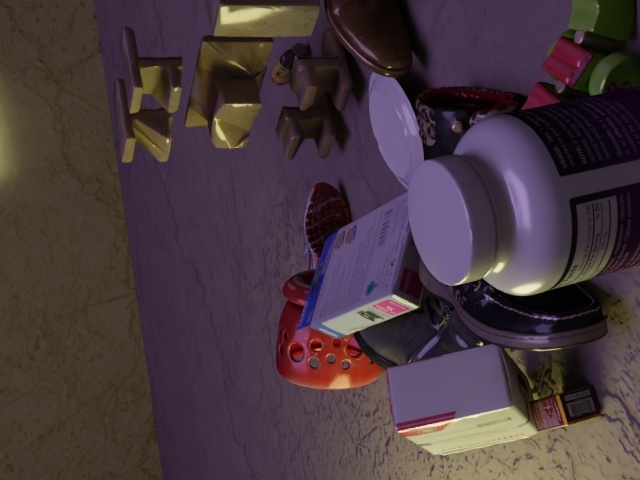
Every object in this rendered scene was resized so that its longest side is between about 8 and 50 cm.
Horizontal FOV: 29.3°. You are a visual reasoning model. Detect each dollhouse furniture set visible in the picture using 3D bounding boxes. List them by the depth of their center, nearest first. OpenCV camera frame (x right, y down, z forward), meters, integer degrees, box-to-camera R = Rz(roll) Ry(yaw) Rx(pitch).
[{"bbox_3d":[-0.143,-0.341,1.998,0.394,0.362,0.256,112,150,-54],"label":"dollhouse furniture set"}]

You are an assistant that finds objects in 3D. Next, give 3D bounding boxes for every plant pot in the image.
[{"bbox_3d":[0.017,0.146,2.126,0.191,0.191,0.174,-152,59,-62],"label":"plant pot"}]

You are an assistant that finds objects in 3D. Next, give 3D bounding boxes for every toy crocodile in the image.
[{"bbox_3d":[0.270,-0.132,1.384,0.115,0.105,0.341,47,124,52],"label":"toy crocodile"}]

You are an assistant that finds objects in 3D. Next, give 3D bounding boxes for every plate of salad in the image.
[{"bbox_3d":[0.125,-0.169,1.862,0.200,0.048,0.200,160,90,-77],"label":"plate of salad"}]

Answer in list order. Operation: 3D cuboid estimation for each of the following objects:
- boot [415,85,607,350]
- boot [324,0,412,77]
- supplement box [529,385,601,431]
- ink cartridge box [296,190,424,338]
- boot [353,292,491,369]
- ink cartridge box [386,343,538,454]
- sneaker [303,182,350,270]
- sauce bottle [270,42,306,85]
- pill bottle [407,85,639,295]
[{"bbox_3d":[0.230,-0.036,1.574,0.377,0.138,0.284,-140,42,-65],"label":"boot"},{"bbox_3d":[0.070,-0.383,1.809,0.115,0.112,0.305,-50,53,51],"label":"boot"},{"bbox_3d":[0.319,0.220,1.598,0.083,0.055,0.043,142,115,-66],"label":"supplement box"},{"bbox_3d":[0.075,0.045,1.916,0.311,0.065,0.186,-26,43,57],"label":"ink cartridge box"},{"bbox_3d":[0.167,0.115,1.874,0.338,0.118,0.223,44,134,46],"label":"boot"},{"bbox_3d":[0.194,0.217,1.634,0.218,0.158,0.092,46,-148,-63],"label":"ink cartridge box"},{"bbox_3d":[0.000,0.000,2.212,0.093,0.088,0.225,-134,38,-57],"label":"sneaker"},{"bbox_3d":[-0.057,-0.323,2.225,0.128,0.042,0.042,137,117,-68],"label":"sauce bottle"},{"bbox_3d":[0.257,-0.051,1.229,0.181,0.323,0.181,167,90,-68],"label":"pill bottle"}]
